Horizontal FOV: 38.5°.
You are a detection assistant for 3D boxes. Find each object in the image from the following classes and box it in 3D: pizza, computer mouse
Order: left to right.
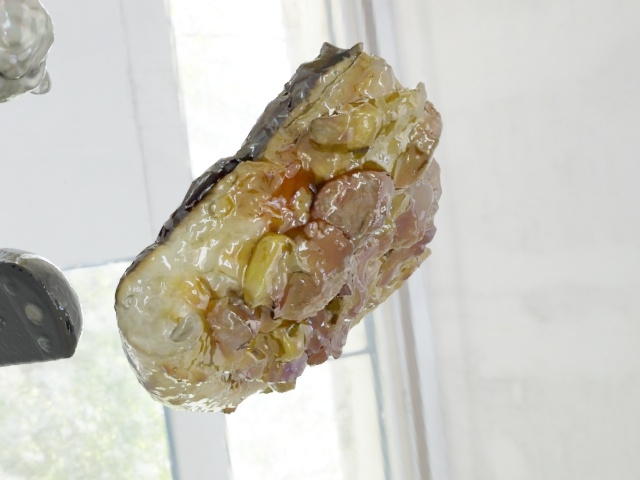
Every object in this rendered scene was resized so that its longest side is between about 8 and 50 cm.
[{"bbox_3d":[-0.429,0.089,1.289,0.269,0.100,0.170,-9,-68,34],"label":"computer mouse"},{"bbox_3d":[0.000,0.000,0.664,0.114,0.409,0.277,33,-75,16],"label":"pizza"}]

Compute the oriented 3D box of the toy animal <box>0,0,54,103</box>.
[{"bbox_3d":[-0.402,-0.220,0.852,0.266,0.308,0.188,43,-38,25],"label":"toy animal"}]
